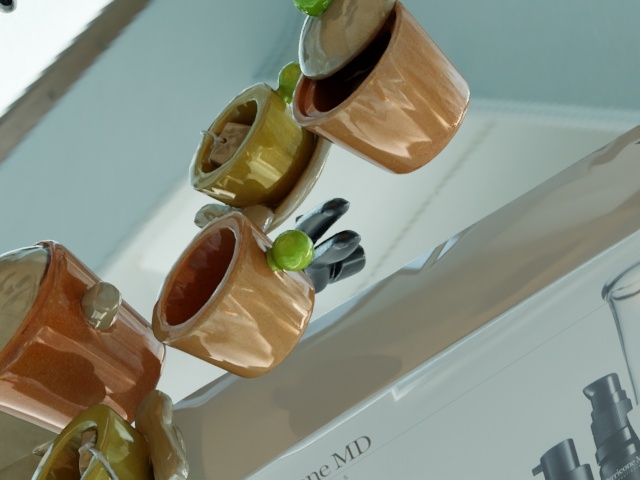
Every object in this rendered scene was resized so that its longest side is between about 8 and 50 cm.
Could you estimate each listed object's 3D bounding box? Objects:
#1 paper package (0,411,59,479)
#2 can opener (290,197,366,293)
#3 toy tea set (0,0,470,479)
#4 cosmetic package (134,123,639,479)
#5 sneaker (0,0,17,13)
[{"bbox_3d":[-0.387,0.178,1.249,0.310,0.168,0.325,-29,-168,-15],"label":"paper package"},{"bbox_3d":[0.000,0.000,1.072,0.073,0.186,0.059,-26,-100,-12],"label":"can opener"},{"bbox_3d":[-0.080,-0.006,0.693,0.336,0.124,0.200,-52,-154,4],"label":"toy tea set"},{"bbox_3d":[0.110,0.139,0.845,0.377,0.284,0.097,-31,-148,-15],"label":"cosmetic package"},{"bbox_3d":[-0.426,-0.379,1.712,0.130,0.236,0.323,-8,171,-18],"label":"sneaker"}]
